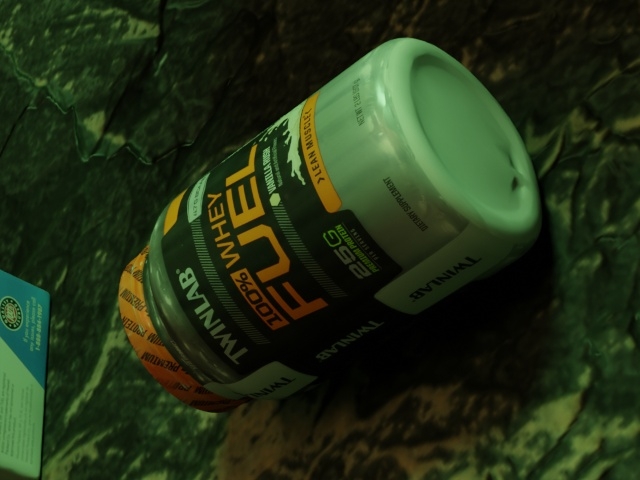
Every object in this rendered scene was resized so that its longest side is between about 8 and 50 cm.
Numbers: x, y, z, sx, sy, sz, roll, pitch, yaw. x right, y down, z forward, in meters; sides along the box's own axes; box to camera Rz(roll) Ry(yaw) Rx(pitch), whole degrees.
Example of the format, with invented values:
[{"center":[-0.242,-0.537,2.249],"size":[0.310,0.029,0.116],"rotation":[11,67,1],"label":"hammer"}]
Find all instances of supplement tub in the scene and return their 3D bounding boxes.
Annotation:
[{"center":[0.000,0.000,0.813],"size":[0.190,0.117,0.117],"rotation":[-35,45,29],"label":"supplement tub"}]

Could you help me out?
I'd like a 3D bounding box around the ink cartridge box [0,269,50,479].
[{"center":[-0.269,0.058,0.983],"size":[0.078,0.231,0.134],"rotation":[-29,48,34],"label":"ink cartridge box"}]
